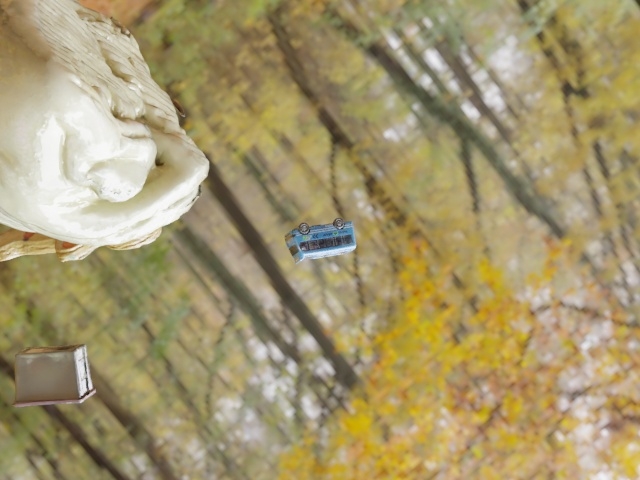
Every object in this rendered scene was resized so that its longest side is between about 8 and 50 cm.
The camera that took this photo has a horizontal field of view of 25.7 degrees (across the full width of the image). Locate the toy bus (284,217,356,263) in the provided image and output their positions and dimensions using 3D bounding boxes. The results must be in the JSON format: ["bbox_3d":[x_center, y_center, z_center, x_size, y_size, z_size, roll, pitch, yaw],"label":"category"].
[{"bbox_3d":[0.000,0.000,1.754,0.083,0.046,0.038,-9,171,-21],"label":"toy bus"}]

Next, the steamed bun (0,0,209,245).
[{"bbox_3d":[-0.306,-0.121,1.514,0.237,0.346,0.394,-40,-172,11],"label":"steamed bun"}]

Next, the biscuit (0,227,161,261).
[{"bbox_3d":[-0.324,-0.016,1.903,0.234,0.030,0.153,0,-151,23],"label":"biscuit"}]

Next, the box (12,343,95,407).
[{"bbox_3d":[-0.310,0.155,1.621,0.085,0.063,0.060,-5,-173,8],"label":"box"}]
